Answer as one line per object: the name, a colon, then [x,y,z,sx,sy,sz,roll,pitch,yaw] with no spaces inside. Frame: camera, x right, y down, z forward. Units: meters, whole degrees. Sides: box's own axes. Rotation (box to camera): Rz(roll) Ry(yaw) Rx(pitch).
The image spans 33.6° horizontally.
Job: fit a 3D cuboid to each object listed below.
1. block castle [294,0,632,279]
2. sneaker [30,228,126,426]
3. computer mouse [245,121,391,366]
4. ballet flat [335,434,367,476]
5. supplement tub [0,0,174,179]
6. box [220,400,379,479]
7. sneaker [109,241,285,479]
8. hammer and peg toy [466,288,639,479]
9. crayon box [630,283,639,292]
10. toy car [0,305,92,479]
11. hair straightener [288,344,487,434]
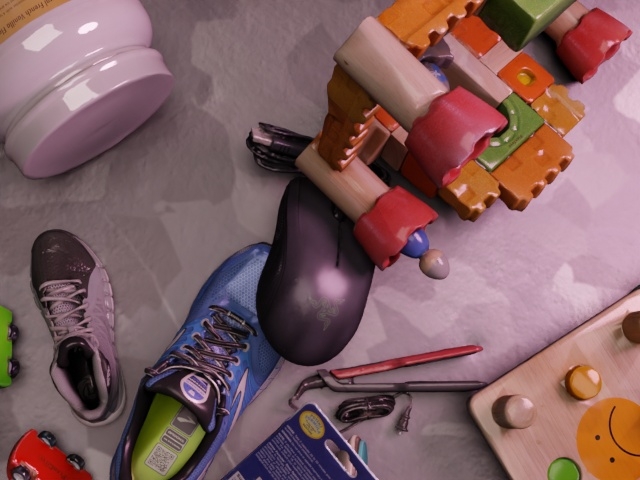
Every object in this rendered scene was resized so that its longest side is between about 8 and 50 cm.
block castle: [0.205,-0.177,1.108,0.213,0.303,0.453,45,65,8]
sneaker: [-0.263,0.088,1.143,0.086,0.132,0.229,-18,84,-8]
computer mouse: [0.000,0.000,1.155,0.188,0.072,0.272,17,63,-24]
ballet flat: [0.015,0.340,1.161,0.086,0.086,0.249,-2,82,-5]
supplement tub: [-0.324,-0.247,1.139,0.228,0.228,0.316,-34,86,-9]
box: [-0.036,0.283,1.124,0.225,0.036,0.136,-44,78,22]
sneaker: [-0.118,0.150,1.139,0.129,0.147,0.330,27,77,-1]
hammer and peg toy: [0.361,0.264,1.178,0.265,0.127,0.361,-32,86,-11]
crayon box: [0.531,0.050,1.247,0.278,0.081,0.165,-33,85,-9]
toy car: [-0.362,0.177,1.138,0.239,0.053,0.225,18,53,-40]
hair straightener: [0.079,0.178,1.203,0.230,0.047,0.089,-8,82,-6]
